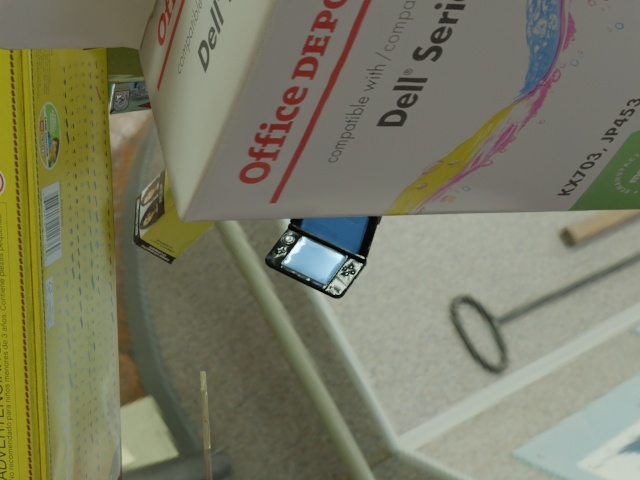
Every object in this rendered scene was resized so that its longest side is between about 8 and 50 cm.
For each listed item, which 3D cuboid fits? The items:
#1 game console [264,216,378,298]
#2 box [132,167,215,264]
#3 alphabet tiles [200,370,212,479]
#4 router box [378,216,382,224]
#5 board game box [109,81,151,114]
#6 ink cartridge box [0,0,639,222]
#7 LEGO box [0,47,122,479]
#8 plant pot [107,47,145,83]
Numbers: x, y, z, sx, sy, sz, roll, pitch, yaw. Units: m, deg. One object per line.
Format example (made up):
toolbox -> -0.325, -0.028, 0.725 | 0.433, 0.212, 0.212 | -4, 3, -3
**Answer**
game console -> 0.000, 0.000, 1.687 | 0.122, 0.071, 0.107 | 25, 58, 20
box -> -0.123, -0.077, 1.454 | 0.058, 0.232, 0.087 | 31, 35, -29
alphabet tiles -> -0.147, 0.362, 1.711 | 0.011, 0.342, 0.285 | -4, 29, -6
router box -> 0.031, -0.210, 1.913 | 0.081, 0.308, 0.243 | -3, 29, -45
board game box -> -0.140, -0.286, 1.685 | 0.317, 0.213, 0.046 | -13, 40, -36
ink cartridge box -> 0.045, -0.112, 0.579 | 0.354, 0.207, 0.119 | -2, 54, -24
LEGO box -> -0.359, -0.011, 0.963 | 0.193, 0.373, 0.499 | -55, 146, -76
plant pot -> -0.077, -0.288, 1.279 | 0.275, 0.294, 0.274 | 5, 90, -68
